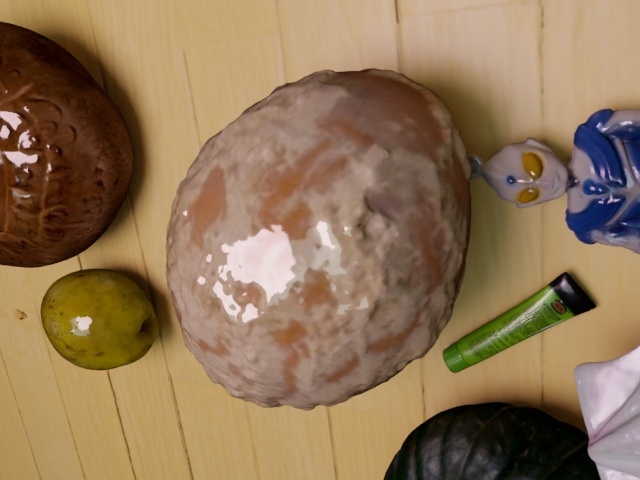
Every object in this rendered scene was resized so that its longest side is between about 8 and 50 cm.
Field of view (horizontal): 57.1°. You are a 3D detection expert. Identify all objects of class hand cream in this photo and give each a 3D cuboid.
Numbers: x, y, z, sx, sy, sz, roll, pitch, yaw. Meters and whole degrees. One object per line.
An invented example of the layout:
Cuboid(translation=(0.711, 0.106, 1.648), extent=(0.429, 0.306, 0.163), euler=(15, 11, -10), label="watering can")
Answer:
Cuboid(translation=(0.148, 0.068, 0.454), extent=(0.036, 0.023, 0.122), euler=(47, 123, -7), label="hand cream")

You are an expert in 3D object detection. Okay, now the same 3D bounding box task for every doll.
Cuboid(translation=(0.202, -0.035, 0.369), extent=(0.227, 0.057, 0.114), euler=(3, 114, 23), label="doll")

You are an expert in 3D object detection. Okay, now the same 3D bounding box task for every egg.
Cuboid(translation=(0.000, 0.000, 0.405), extent=(0.203, 0.203, 0.245), euler=(35, 111, 12), label="egg")

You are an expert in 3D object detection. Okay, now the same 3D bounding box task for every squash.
Cuboid(translation=(0.135, 0.227, 0.433), extent=(0.218, 0.172, 0.218), euler=(18, 121, 32), label="squash")

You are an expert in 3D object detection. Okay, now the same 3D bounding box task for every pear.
Cuboid(translation=(-0.231, 0.080, 0.608), extent=(0.131, 0.107, 0.107), euler=(14, 115, 18), label="pear")

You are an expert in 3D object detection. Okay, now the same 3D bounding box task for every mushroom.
Cuboid(translation=(-0.304, -0.085, 0.561), extent=(0.253, 0.153, 0.253), euler=(13, 124, 20), label="mushroom")

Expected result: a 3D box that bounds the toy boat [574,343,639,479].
Cuboid(translation=(0.287, 0.080, 0.295), extent=(0.290, 0.100, 0.199), euler=(-26, 57, 37), label="toy boat")
